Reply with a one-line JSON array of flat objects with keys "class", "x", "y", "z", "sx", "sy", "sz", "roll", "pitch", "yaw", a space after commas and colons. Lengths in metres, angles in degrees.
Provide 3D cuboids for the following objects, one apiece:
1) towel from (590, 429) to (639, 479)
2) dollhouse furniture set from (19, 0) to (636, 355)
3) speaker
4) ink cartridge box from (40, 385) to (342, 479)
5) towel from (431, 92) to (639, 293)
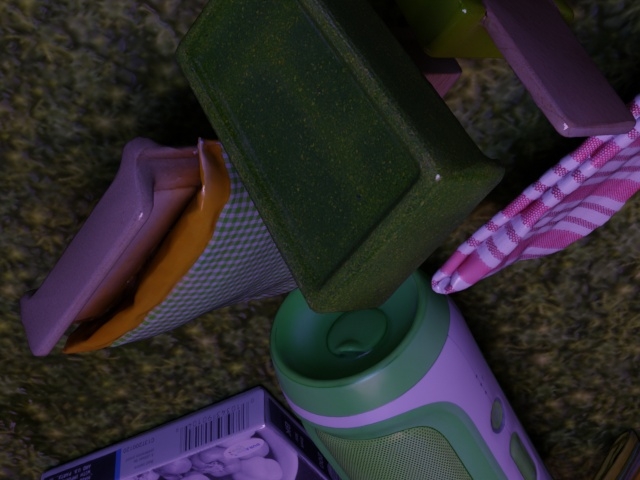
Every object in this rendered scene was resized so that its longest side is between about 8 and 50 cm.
[{"class": "towel", "x": 0.279, "y": 0.259, "z": 1.011, "sx": 0.237, "sy": 0.102, "sz": 0.021, "roll": 51, "pitch": 142, "yaw": -10}, {"class": "dollhouse furniture set", "x": 0.000, "y": 0.000, "z": 0.707, "sx": 0.197, "sy": 0.151, "sz": 0.301, "roll": -7, "pitch": 147, "yaw": -46}, {"class": "speaker", "x": 0.075, "y": 0.140, "z": 0.929, "sx": 0.131, "sy": 0.131, "sz": 0.296, "roll": -18, "pitch": 133, "yaw": 16}, {"class": "ink cartridge box", "x": -0.075, "y": 0.214, "z": 1.057, "sx": 0.206, "sy": 0.045, "sz": 0.208, "roll": -24, "pitch": 132, "yaw": 21}, {"class": "towel", "x": 0.162, "y": -0.034, "z": 0.761, "sx": 0.197, "sy": 0.029, "sz": 0.144, "roll": -43, "pitch": 163, "yaw": 34}]
